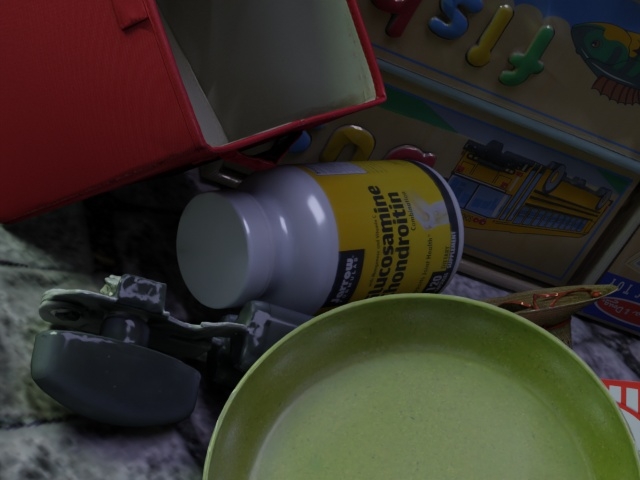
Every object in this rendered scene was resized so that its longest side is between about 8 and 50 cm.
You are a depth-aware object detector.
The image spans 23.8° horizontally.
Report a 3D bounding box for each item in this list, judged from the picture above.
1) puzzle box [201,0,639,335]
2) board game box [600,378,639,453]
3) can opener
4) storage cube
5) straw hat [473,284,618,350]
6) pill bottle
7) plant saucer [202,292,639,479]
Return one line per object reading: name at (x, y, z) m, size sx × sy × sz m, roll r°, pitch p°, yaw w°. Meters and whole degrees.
puzzle box at (0.149, -0.090, 1.087) m, size 0.409 × 0.272 × 0.052 m, roll 19°, pitch 34°, yaw -17°
board game box at (0.154, 0.157, 0.919) m, size 0.147 × 0.045 × 0.193 m, roll 3°, pitch 32°, yaw 9°
can opener at (-0.040, 0.081, 0.912) m, size 0.280 × 0.074 × 0.093 m, roll 13°, pitch 72°, yaw -23°
storage cube at (-0.108, -0.133, 0.950) m, size 0.183 × 0.193 × 0.215 m, roll -22°, pitch 95°, yaw -50°
straw hat at (0.142, 0.071, 1.055) m, size 0.144 × 0.144 × 0.061 m, roll -12°, pitch 95°, yaw -46°
pill bottle at (0.000, 0.000, 1.000) m, size 0.184 × 0.103 × 0.103 m, roll -6°, pitch 48°, yaw -42°
plant saucer at (0.056, 0.143, 0.834) m, size 0.241 × 0.037 × 0.241 m, roll 0°, pitch 60°, yaw 0°
